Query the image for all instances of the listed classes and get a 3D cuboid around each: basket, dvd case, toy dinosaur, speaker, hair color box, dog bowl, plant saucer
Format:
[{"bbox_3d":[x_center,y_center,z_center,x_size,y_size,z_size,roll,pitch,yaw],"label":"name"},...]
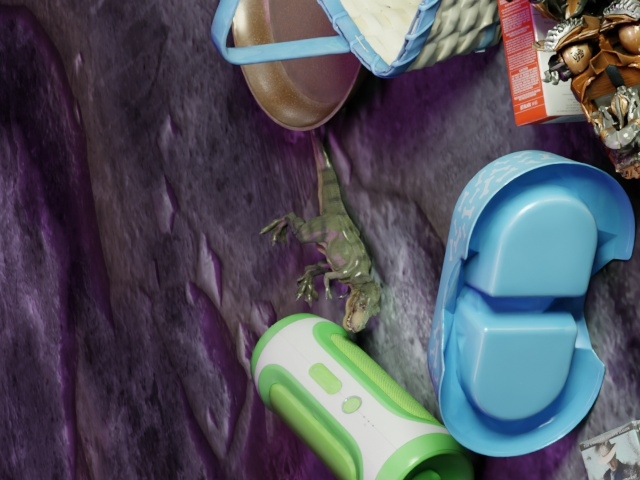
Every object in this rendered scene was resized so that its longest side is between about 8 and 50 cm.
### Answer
[{"bbox_3d":[0.051,-0.276,1.763,0.201,0.289,0.254,52,133,35],"label":"basket"},{"bbox_3d":[0.282,0.233,1.728,0.087,0.013,0.119,-35,64,56],"label":"dvd case"},{"bbox_3d":[0.000,0.000,2.116,0.118,0.064,0.268,-36,60,35],"label":"toy dinosaur"},{"bbox_3d":[0.230,-0.213,1.595,0.164,0.218,0.322,-35,51,13],"label":"toy dinosaur"},{"bbox_3d":[0.040,0.194,2.016,0.296,0.131,0.131,41,129,49],"label":"speaker"},{"bbox_3d":[0.214,-0.191,1.698,0.053,0.093,0.167,-13,82,59],"label":"hair color box"},{"bbox_3d":[0.185,0.052,1.730,0.074,0.166,0.297,-126,41,-59],"label":"dog bowl"},{"bbox_3d":[-0.009,-0.277,2.095,0.310,0.050,0.310,10,101,59],"label":"plant saucer"}]
